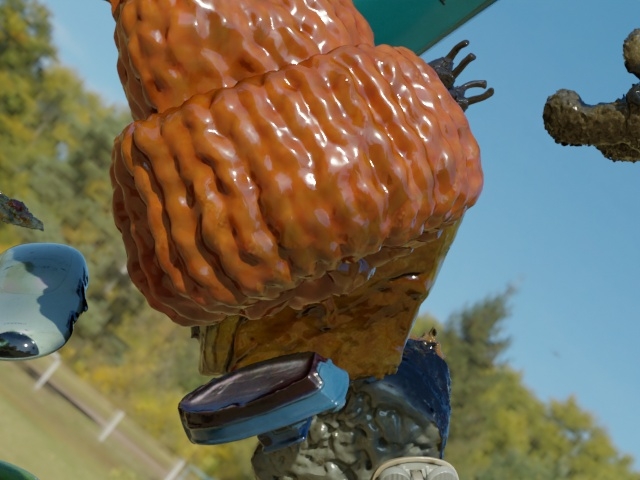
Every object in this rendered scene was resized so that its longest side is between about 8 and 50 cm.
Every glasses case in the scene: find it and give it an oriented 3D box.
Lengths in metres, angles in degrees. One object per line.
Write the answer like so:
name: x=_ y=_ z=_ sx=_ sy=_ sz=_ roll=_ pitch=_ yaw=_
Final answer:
glasses case: x=0.038 y=-0.207 z=1.370 sx=0.117 sy=0.301 sz=0.070 roll=54 pitch=13 yaw=-5

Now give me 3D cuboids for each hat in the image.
hat: x=-0.064 y=-0.138 z=1.110 sx=0.285 sy=0.285 sz=0.400 roll=85 pitch=-17 yaw=-75

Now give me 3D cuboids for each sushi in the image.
sushi: x=0.060 y=0.299 z=2.143 sx=0.234 sy=0.348 sz=0.207 roll=52 pitch=27 yaw=-15

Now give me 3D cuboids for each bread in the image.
bread: x=0.000 y=0.000 z=1.756 sx=0.314 sy=0.370 sz=0.191 roll=4 pitch=32 yaw=-19

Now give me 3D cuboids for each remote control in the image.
remote control: x=-0.254 y=0.048 z=1.215 sx=0.097 sy=0.045 sz=0.256 roll=-1 pitch=20 yaw=-6

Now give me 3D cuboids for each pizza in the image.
pizza: x=-0.373 y=-0.037 z=1.708 sx=0.078 sy=0.025 sz=0.083 roll=25 pitch=9 yaw=-30

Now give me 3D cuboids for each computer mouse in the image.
computer mouse: x=0.129 y=0.413 z=2.030 sx=0.082 sy=0.145 sz=0.236 roll=-99 pitch=-166 yaw=-49

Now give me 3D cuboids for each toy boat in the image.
toy boat: x=-0.066 y=0.201 z=1.632 sx=0.223 sy=0.100 sz=0.097 roll=-20 pitch=-62 yaw=25

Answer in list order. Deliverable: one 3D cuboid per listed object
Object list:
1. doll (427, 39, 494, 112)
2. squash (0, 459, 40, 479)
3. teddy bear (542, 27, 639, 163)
doll: x=0.191 y=-0.231 z=2.197 sx=0.139 sy=0.165 sz=0.057 roll=47 pitch=17 yaw=-51
squash: x=-0.458 y=0.299 z=1.729 sx=0.292 sy=0.082 sz=0.082 roll=30 pitch=-2 yaw=-43
teddy bear: x=0.389 y=-0.150 z=1.553 sx=0.182 sy=0.251 sz=0.129 roll=18 pitch=47 yaw=-40
